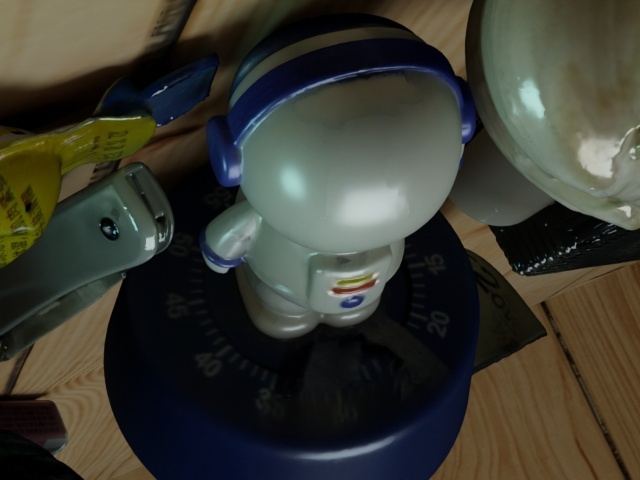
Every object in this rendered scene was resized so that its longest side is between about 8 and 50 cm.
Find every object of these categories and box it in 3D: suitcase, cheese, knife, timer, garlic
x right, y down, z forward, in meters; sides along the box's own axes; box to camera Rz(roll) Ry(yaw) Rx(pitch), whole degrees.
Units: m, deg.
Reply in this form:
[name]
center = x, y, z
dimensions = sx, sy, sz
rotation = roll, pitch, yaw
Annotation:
[suitcase]
center = 0.302, -0.082, 1.337
dimensions = 0.229, 0.152, 0.335
rotation = -32, 165, 31
[cheese]
center = -0.163, -0.032, 0.756
dimensions = 0.250, 0.064, 0.156
rotation = -30, 174, -19
[knife]
center = -0.177, 0.021, 0.910
dimensions = 0.040, 0.073, 0.265
rotation = -27, 179, -45
[timer]
center = 0.000, 0.000, 0.904
dimensions = 0.270, 0.270, 0.383
rotation = -21, 154, -20
[garlic]
center = 0.191, -0.104, 0.836
dimensions = 0.184, 0.203, 0.281
rotation = -9, -175, 38

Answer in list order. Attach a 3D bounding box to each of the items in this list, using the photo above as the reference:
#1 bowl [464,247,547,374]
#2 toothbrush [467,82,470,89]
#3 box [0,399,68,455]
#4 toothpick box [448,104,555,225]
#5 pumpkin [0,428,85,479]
[bowl]
center = 0.049, 0.102, 1.536
dimensions = 0.354, 0.185, 0.354
rotation = -26, 172, -4
[toothbrush]
center = 0.078, -0.105, 1.085
dimensions = 0.097, 0.006, 0.008
rotation = -20, 170, -21
[box]
center = -0.370, 0.218, 1.526
dimensions = 0.120, 0.069, 0.224
rotation = -26, 168, 8
[toothpick box]
center = 0.174, -0.090, 1.097
dimensions = 0.111, 0.111, 0.180
rotation = -19, 169, -27
[pumpkin]
center = -0.258, 0.280, 0.832
dimensions = 0.363, 0.363, 0.266
rotation = -22, 130, -14
